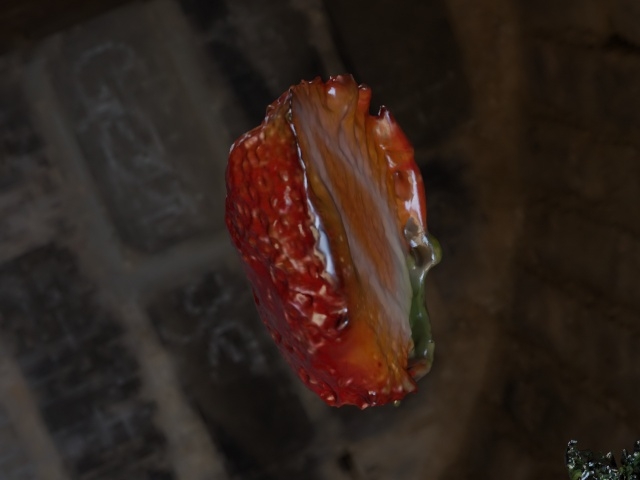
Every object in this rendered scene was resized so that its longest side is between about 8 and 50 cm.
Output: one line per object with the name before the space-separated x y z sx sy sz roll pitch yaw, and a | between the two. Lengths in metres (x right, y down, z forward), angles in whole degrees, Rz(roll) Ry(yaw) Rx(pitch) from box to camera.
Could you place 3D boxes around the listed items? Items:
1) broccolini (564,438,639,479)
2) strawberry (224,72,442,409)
broccolini | 0.172 0.196 1.049 0.271 0.123 0.062 103 -8 -50
strawberry | 0.000 0.000 0.806 0.187 0.082 0.146 61 21 -51
